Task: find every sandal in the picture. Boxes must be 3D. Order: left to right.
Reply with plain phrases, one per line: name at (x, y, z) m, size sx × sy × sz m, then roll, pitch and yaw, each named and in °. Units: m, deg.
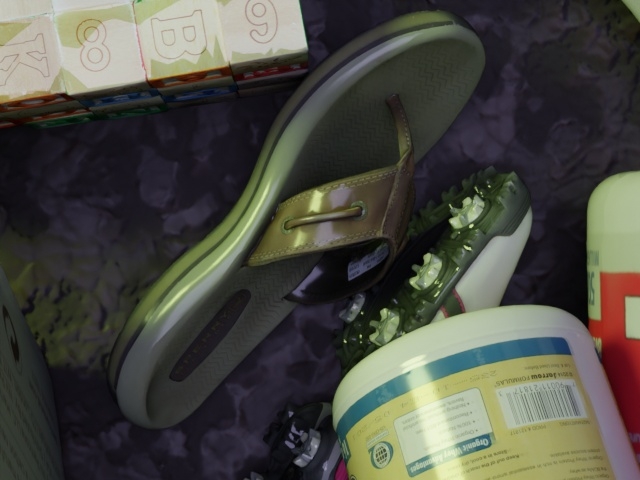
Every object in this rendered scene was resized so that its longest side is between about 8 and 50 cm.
sandal at (0.000, 0.001, 0.905) m, size 0.086 × 0.120 × 0.302 m, roll 42°, pitch 97°, yaw 33°

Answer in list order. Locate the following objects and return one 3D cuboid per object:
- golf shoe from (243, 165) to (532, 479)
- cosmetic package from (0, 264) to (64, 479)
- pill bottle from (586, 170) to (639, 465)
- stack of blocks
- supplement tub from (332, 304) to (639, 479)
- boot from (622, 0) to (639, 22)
golf shoe at (0.061, 0.086, 0.934) m, size 0.120 × 0.105 × 0.273 m, roll 30°, pitch 94°, yaw -18°
cosmetic package at (-0.329, 0.173, 0.733) m, size 0.394 × 0.329 × 0.327 m, roll -11°, pitch 62°, yaw -5°
pill bottle at (0.266, 0.163, 0.864) m, size 0.229 × 0.229 × 0.407 m, roll -1°, pitch 89°, yaw -2°
stack of blocks at (-0.159, -0.112, 0.879) m, size 0.297 × 0.171 × 0.087 m, roll -10°, pitch 90°, yaw -1°
supplement tub at (0.096, 0.148, 0.784) m, size 0.144 × 0.144 × 0.199 m, roll -15°, pitch 65°, yaw -2°
boot at (0.150, -0.196, 0.940) m, size 0.123 × 0.095 × 0.258 m, roll -20°, pitch 82°, yaw 4°
